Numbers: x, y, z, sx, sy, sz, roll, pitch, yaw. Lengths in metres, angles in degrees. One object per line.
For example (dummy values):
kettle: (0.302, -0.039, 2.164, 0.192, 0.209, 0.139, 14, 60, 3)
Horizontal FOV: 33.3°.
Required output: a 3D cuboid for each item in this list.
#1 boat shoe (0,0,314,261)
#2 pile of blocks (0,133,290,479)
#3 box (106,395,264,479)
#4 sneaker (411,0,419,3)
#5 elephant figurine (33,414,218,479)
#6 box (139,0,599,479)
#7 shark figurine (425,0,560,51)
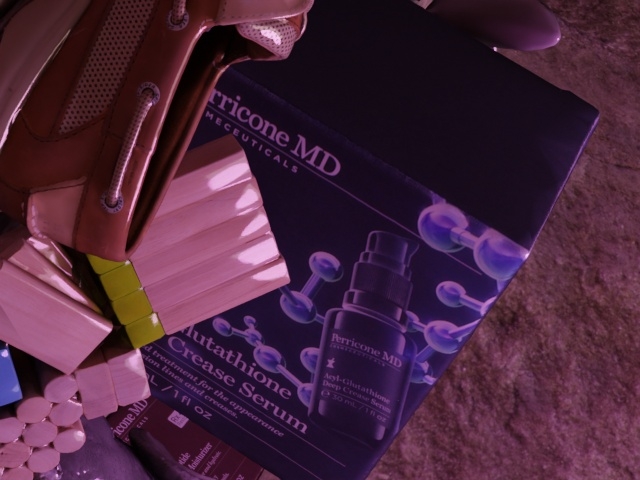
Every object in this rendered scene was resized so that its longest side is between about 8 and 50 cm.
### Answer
boat shoe: (-0.058, -0.135, 0.544, 0.324, 0.120, 0.122, -58, 175, 3)
pile of blocks: (-0.184, 0.054, 0.662, 0.362, 0.149, 0.113, -43, -139, 6)
box: (-0.212, 0.330, 1.389, 0.167, 0.203, 0.168, -61, 174, 30)
sneaker: (0.057, -0.241, 1.049, 0.178, 0.124, 0.295, -42, 165, -36)
elephant figurine: (-0.157, 0.214, 0.858, 0.169, 0.239, 0.186, -41, -155, 25)
box: (0.000, 0.000, 0.929, 0.212, 0.293, 0.395, -53, 172, -46)
shark figurine: (0.088, -0.164, 0.968, 0.116, 0.166, 0.278, -5, 153, -29)
